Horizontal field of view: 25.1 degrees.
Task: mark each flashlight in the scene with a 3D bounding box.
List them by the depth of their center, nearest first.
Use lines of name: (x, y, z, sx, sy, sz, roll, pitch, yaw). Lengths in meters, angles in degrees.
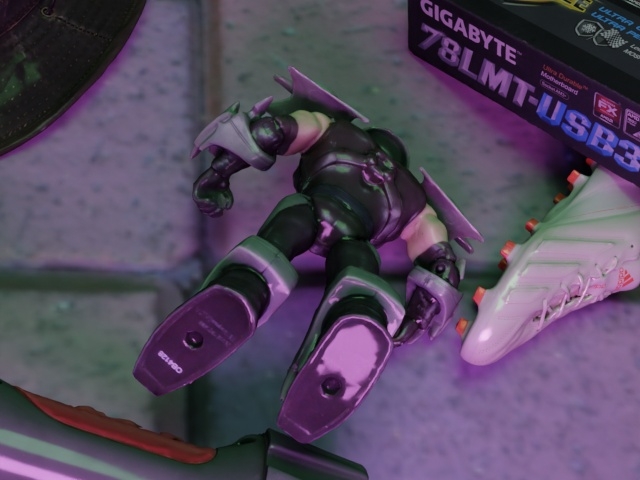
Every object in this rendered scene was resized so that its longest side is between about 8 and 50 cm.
flashlight: (-0.127, 0.100, 0.730, 0.304, 0.103, 0.103, 19, 81, -11)

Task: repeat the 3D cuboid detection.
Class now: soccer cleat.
soccer cleat: (0.155, 0.016, 0.882, 0.076, 0.068, 0.196, 38, 54, 11)

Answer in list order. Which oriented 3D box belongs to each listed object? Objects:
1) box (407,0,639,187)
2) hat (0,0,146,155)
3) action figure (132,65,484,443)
box: (0.261, -0.154, 0.969, 0.293, 0.073, 0.295, -33, 50, -26)
hat: (-0.259, -0.208, 0.912, 0.331, 0.134, 0.331, 6, 55, -9)
action figure: (0.000, 0.000, 0.812, 0.185, 0.099, 0.285, 31, 28, 0)
